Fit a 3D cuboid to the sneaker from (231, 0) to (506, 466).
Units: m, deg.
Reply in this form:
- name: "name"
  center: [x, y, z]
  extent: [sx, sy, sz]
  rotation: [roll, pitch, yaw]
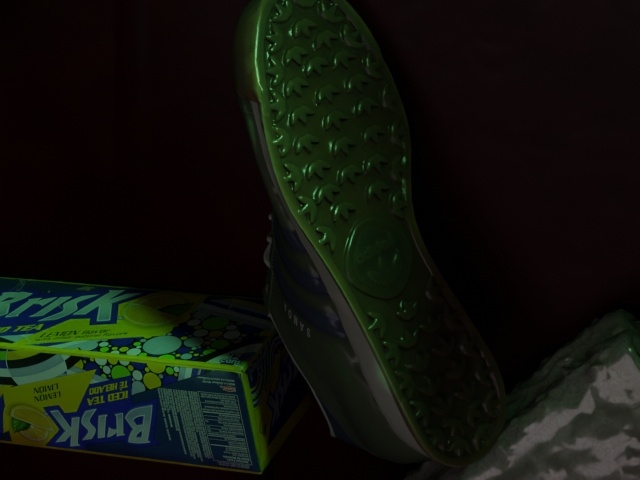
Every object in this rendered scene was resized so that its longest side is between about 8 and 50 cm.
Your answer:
- name: "sneaker"
  center: [0.000, 0.000, 0.680]
  extent: [0.086, 0.064, 0.192]
  rotation: [-14, 99, 58]

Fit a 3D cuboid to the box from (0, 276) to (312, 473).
- name: "box"
  center: [-0.094, 0.056, 0.762]
  extent: [0.169, 0.059, 0.054]
  rotation: [4, 120, 23]

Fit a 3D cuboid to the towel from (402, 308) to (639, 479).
- name: "towel"
  center: [0.088, 0.168, 0.724]
  extent: [0.282, 0.049, 0.187]
  rotation: [-41, 98, 24]
